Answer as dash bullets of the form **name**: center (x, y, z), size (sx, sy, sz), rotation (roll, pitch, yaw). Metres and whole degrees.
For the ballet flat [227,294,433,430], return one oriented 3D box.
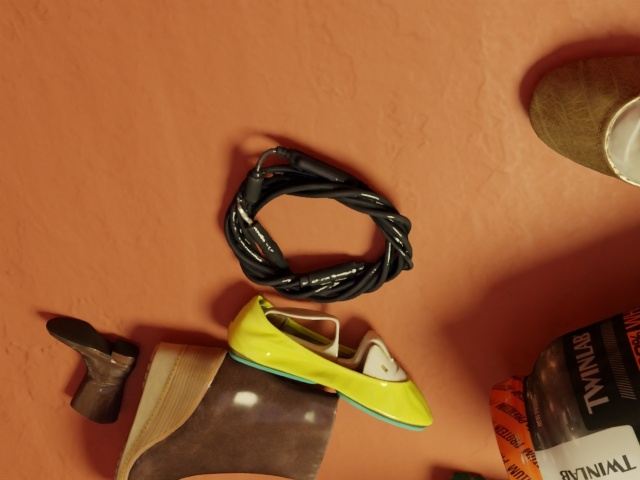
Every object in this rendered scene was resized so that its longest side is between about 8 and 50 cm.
- **ballet flat**: center (0.019, 0.119, 0.951), size (0.231, 0.077, 0.077), rotation (23, 102, -3)

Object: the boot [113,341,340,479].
- **boot**: center (-0.105, 0.234, 1.015), size (0.207, 0.090, 0.248), rotation (19, 116, -1)

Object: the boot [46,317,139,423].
- **boot**: center (-0.258, 0.145, 1.020), size (0.106, 0.037, 0.114), rotation (24, 123, -4)

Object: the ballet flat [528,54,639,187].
- **ballet flat**: center (0.344, -0.065, 0.776), size (0.342, 0.124, 0.116), rotation (17, 119, -2)

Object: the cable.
- **cable**: center (0.000, 0.000, 0.899), size (0.184, 0.047, 0.150), rotation (24, 119, -7)

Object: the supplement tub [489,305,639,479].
- **supplement tub**: center (0.340, 0.150, 0.848), size (0.338, 0.207, 0.207), rotation (-24, 113, 18)

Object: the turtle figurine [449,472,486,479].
- **turtle figurine**: center (0.169, 0.384, 1.047), size (0.175, 0.118, 0.234), rotation (14, 112, 7)
